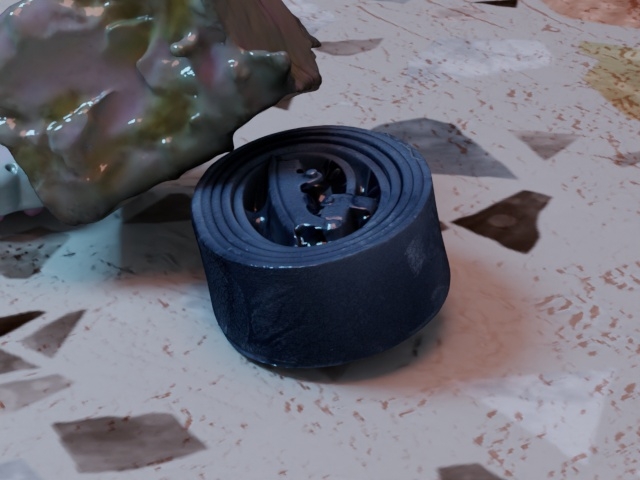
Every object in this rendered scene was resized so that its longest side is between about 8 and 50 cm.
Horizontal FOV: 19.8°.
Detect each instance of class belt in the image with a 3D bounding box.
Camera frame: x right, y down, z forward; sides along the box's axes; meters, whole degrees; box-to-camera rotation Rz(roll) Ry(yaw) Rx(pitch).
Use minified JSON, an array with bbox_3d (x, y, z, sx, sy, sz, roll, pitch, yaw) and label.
[{"bbox_3d":[0.000,0.000,1.063,0.141,0.082,0.190,-12,27,-3],"label":"belt"}]

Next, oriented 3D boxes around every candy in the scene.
[{"bbox_3d":[-0.100,-0.110,1.130,0.185,0.137,0.195,-28,5,13],"label":"candy"}]

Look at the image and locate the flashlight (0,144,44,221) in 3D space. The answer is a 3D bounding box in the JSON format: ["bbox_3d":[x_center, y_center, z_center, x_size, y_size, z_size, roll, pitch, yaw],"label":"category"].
[{"bbox_3d":[-0.261,-0.045,1.198,0.200,0.047,0.093,4,24,14],"label":"flashlight"}]
